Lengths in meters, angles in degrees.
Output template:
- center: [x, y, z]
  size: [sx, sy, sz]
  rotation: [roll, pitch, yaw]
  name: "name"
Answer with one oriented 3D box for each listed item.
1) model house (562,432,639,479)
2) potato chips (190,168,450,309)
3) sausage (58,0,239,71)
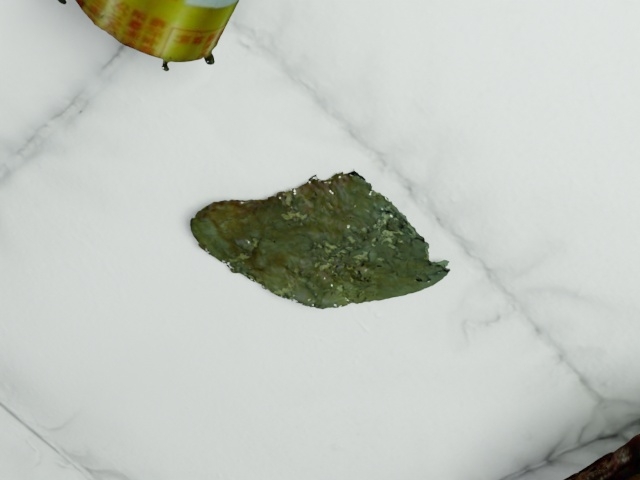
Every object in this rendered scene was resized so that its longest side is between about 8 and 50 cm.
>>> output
- center: [0.335, 0.224, 0.848]
  size: [0.283, 0.317, 0.297]
  rotation: [13, 106, 52]
  name: "model house"
- center: [0.000, 0.000, 0.890]
  size: [0.209, 0.026, 0.142]
  rotation: [22, 124, -1]
  name: "potato chips"
- center: [-0.060, -0.265, 0.668]
  size: [0.125, 0.117, 0.317]
  rotation: [20, 126, -18]
  name: "sausage"
